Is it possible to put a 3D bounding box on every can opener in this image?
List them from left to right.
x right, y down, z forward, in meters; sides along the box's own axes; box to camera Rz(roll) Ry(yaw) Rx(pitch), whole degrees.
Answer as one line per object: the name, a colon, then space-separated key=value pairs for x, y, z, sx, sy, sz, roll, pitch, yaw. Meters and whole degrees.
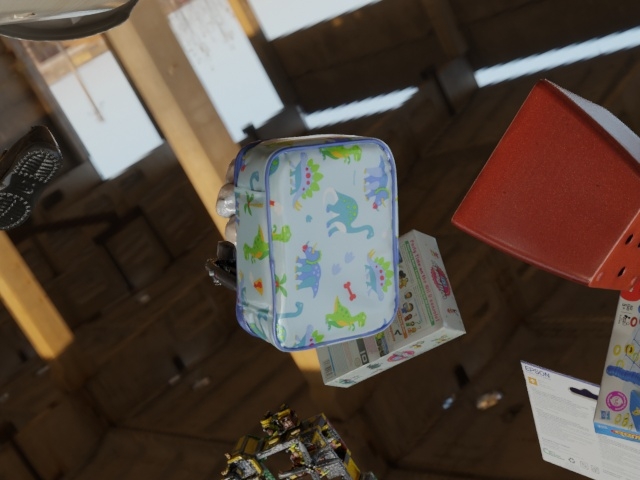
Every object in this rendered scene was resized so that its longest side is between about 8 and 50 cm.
can opener: x=-0.157 y=0.055 z=1.594 sx=0.059 sy=0.073 sz=0.186 roll=-15 pitch=-160 yaw=-15

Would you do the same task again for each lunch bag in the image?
lunch bag: x=0.000 y=0.000 z=0.977 sx=0.176 sy=0.219 sz=0.090 roll=-10 pitch=-166 yaw=-32

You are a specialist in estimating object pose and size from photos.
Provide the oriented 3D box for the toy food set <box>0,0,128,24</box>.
toy food set: x=-0.177 y=-0.252 z=0.439 sx=0.092 sy=0.306 sz=0.220 roll=11 pitch=-159 yaw=24

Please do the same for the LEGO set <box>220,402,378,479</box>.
LEGO set: x=-0.023 y=0.462 z=1.564 sx=0.255 sy=0.331 sz=0.192 roll=-20 pitch=-161 yaw=20

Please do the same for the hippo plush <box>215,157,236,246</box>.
hippo plush: x=-0.067 y=-0.077 z=1.981 sx=0.234 sy=0.294 sz=0.236 roll=-29 pitch=180 yaw=-40

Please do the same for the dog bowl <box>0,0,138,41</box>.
dog bowl: x=-0.319 y=-0.409 z=1.071 sx=0.348 sy=0.349 sz=0.102 roll=-28 pitch=-157 yaw=0

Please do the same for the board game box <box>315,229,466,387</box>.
board game box: x=0.124 y=0.147 z=1.938 sx=0.303 sy=0.097 sz=0.224 roll=-30 pitch=-119 yaw=29

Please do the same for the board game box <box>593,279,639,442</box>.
board game box: x=0.695 y=0.241 z=1.745 sx=0.302 sy=0.086 sz=0.308 roll=10 pitch=-110 yaw=23

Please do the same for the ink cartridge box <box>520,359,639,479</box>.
ink cartridge box: x=0.622 y=0.410 z=2.065 sx=0.324 sy=0.330 sz=0.071 roll=15 pitch=-136 yaw=42

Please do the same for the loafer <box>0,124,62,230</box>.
loafer: x=-0.449 y=-0.091 z=1.381 sx=0.220 sy=0.080 sz=0.078 roll=-35 pitch=-135 yaw=31

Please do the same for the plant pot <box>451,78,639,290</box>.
plant pot: x=0.421 y=-0.061 z=1.481 sx=0.236 sy=0.267 sz=0.267 roll=42 pitch=-69 yaw=33
